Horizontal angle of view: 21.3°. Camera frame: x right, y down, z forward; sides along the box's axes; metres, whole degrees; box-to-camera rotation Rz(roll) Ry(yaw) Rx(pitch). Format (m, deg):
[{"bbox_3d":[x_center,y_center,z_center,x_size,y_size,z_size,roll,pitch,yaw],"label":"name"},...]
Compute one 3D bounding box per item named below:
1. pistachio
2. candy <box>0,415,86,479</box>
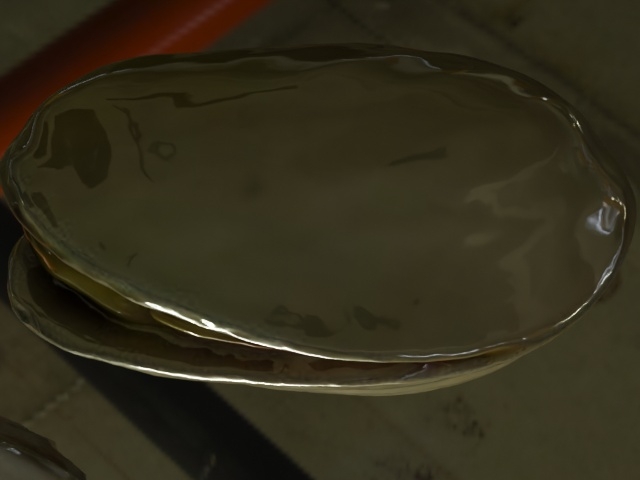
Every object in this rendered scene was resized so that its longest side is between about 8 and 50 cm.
[{"bbox_3d":[0.000,0.000,0.776,0.288,0.166,0.197,-6,-139,-6],"label":"pistachio"},{"bbox_3d":[-0.274,0.186,1.115,0.137,0.195,0.185,19,-100,53],"label":"candy"}]
